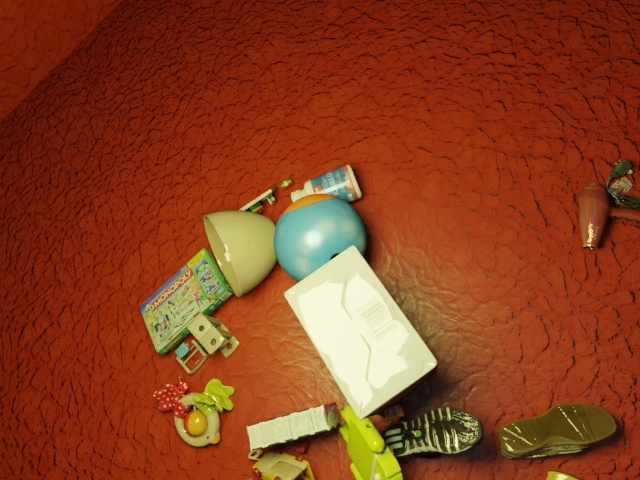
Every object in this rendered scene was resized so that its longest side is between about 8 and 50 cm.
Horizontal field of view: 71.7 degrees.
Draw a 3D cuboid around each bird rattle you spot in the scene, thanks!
[{"bbox_3d":[-0.401,0.540,1.383,0.253,0.143,0.207,-10,86,15],"label":"bird rattle"}]

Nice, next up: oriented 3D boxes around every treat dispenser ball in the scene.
[{"bbox_3d":[0.000,0.000,1.357,0.287,0.288,0.289,-5,71,14],"label":"treat dispenser ball"}]

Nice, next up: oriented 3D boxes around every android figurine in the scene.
[{"bbox_3d":[0.130,0.574,1.163,0.056,0.249,0.273,-14,39,-22],"label":"android figurine"}]

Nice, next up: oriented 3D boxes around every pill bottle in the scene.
[{"bbox_3d":[0.019,-0.161,1.496,0.221,0.124,0.124,-22,68,7],"label":"pill bottle"}]

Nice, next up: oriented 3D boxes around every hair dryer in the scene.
[{"bbox_3d":[0.855,-0.086,1.266,0.293,0.080,0.224,-40,67,0],"label":"hair dryer"}]

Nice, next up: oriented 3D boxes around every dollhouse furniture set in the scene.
[{"bbox_3d":[-0.382,0.354,1.431,0.129,0.129,0.184,41,85,23],"label":"dollhouse furniture set"}]

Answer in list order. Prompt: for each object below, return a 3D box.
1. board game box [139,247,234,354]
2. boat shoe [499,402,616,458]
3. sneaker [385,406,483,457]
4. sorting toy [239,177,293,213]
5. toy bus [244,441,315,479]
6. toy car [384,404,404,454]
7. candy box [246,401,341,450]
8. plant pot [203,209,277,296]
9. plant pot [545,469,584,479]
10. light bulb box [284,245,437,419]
[{"bbox_3d":[-0.463,0.205,1.515,0.317,0.046,0.214,-42,55,4],"label":"board game box"},{"bbox_3d":[0.606,0.498,1.147,0.284,0.089,0.105,-13,43,8],"label":"boat shoe"},{"bbox_3d":[0.321,0.510,1.159,0.281,0.162,0.107,-27,47,38],"label":"sneaker"},{"bbox_3d":[-0.214,-0.126,1.553,0.274,0.132,0.046,-32,97,8],"label":"sorting toy"},{"bbox_3d":[-0.111,0.676,1.261,0.190,0.202,0.105,-18,99,1],"label":"toy bus"},{"bbox_3d":[0.189,0.493,1.158,0.060,0.040,0.122,-28,46,38],"label":"toy car"},{"bbox_3d":[-0.072,0.531,1.272,0.233,0.159,0.071,-18,69,8],"label":"candy box"},{"bbox_3d":[-0.238,0.015,1.452,0.190,0.284,0.284,-24,65,-21],"label":"plant pot"},{"bbox_3d":[0.605,0.618,1.104,0.083,0.081,0.082,21,79,31],"label":"plant pot"},{"bbox_3d":[0.122,0.260,1.199,0.225,0.361,0.358,-34,67,0],"label":"light bulb box"}]
